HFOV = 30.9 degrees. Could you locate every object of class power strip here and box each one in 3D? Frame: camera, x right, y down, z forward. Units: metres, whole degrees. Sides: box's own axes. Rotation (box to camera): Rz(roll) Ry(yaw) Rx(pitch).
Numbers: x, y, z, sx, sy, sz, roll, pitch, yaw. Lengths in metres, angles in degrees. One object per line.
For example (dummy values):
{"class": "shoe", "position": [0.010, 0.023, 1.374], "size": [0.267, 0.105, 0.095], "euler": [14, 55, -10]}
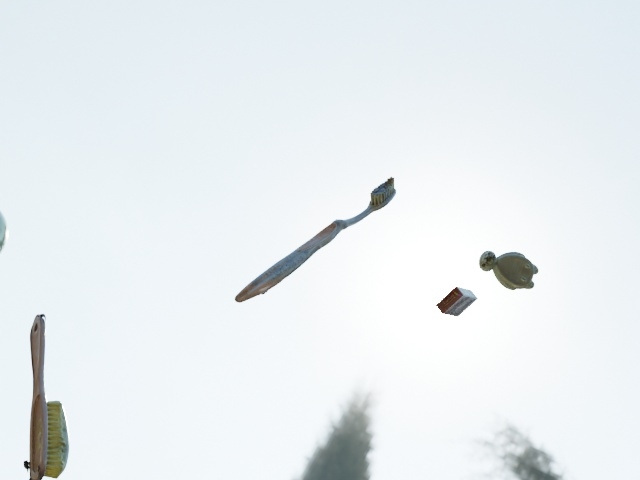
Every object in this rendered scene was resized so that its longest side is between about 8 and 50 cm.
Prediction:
{"class": "power strip", "position": [0.256, 0.036, 1.568], "size": [0.083, 0.055, 0.035], "euler": [20, -17, -1]}

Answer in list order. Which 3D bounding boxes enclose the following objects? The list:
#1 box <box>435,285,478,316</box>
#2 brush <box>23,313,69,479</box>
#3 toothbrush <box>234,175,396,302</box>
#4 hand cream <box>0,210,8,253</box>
{"class": "box", "position": [0.238, 0.107, 2.017], "size": [0.023, 0.051, 0.082], "euler": [53, 16, 22]}
{"class": "brush", "position": [-0.472, 0.271, 2.009], "size": [0.067, 0.313, 0.072], "euler": [13, -37, -33]}
{"class": "toothbrush", "position": [0.000, 0.000, 1.761], "size": [0.028, 0.375, 0.037], "euler": [25, -45, 32]}
{"class": "hand cream", "position": [-0.402, -0.096, 1.073], "size": [0.306, 0.147, 0.093], "euler": [51, -51, 12]}
